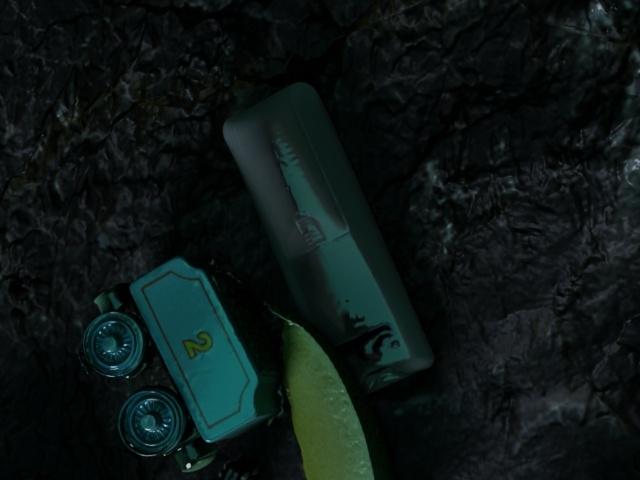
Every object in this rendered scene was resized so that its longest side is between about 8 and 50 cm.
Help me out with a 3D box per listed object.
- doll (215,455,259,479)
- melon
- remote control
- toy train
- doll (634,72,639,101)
[{"bbox_3d":[-0.129,0.312,1.138,0.067,0.091,0.219,29,96,11],"label":"doll"},{"bbox_3d":[0.006,0.174,1.112,0.114,0.053,0.261,-21,90,43],"label":"melon"},{"bbox_3d":[0.000,0.000,1.130,0.109,0.055,0.313,-26,80,16],"label":"remote control"},{"bbox_3d":[-0.134,0.119,1.141,0.163,0.112,0.203,-30,81,9],"label":"toy train"},{"bbox_3d":[0.438,-0.079,0.935,0.341,0.158,0.245,-5,52,16],"label":"doll"}]
